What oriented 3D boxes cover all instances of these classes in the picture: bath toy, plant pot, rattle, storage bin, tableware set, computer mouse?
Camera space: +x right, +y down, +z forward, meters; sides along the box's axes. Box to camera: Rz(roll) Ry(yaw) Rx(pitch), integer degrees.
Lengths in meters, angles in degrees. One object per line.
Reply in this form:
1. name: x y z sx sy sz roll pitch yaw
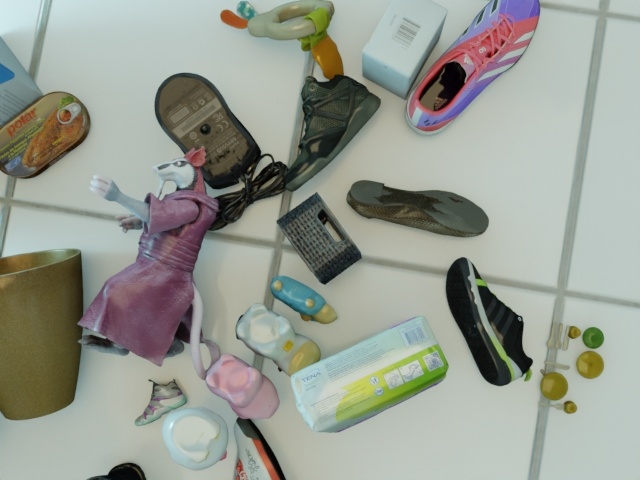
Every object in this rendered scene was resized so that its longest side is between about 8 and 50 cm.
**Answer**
1. bath toy: -0.117 0.229 1.473 0.151 0.129 0.348 37 75 5
2. plant pot: -0.496 0.161 1.499 0.237 0.237 0.254 -9 98 2
3. rattle: -0.066 -0.357 1.601 0.199 0.143 0.130 -5 52 18
4. storage bin: 0.000 0.000 1.491 0.084 0.180 0.122 -36 84 -1
5. tableware set: 0.430 0.219 1.530 0.104 0.024 0.154 11 85 1
6. computer mouse: -0.193 -0.168 1.577 0.188 0.072 0.272 -32 97 -2

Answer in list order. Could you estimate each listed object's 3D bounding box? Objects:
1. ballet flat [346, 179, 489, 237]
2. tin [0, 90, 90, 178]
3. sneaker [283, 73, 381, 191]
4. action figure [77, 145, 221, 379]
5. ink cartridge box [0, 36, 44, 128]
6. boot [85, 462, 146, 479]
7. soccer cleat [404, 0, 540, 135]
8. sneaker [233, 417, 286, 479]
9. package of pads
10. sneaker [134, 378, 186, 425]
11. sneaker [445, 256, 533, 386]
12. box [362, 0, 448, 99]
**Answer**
1. ballet flat: 0.166 -0.048 1.553 0.249 0.058 0.084 11 51 -1
2. tin: -0.502 -0.189 1.608 0.189 0.040 0.106 -36 88 0
3. sneaker: -0.012 -0.196 1.547 0.130 0.087 0.227 40 86 -7
4. action figure: -0.246 0.024 1.462 0.275 0.248 0.370 23 94 4
5. ink cartridge box: -0.711 -0.217 1.496 0.395 0.285 0.166 -37 83 -1
6. boot: -0.317 0.491 1.456 0.094 0.207 0.247 -17 85 2
7. soccer cleat: 0.268 -0.314 1.533 0.108 0.116 0.318 43 89 6
8. sneaker: -0.121 0.442 1.507 0.145 0.090 0.270 -28 87 -2
9. package of pads: 0.081 0.217 1.410 0.229 0.296 0.101 -25 76 1
10. sneaker: -0.290 0.276 1.559 0.098 0.038 0.069 -28 83 -9
11. sneaker: 0.293 0.135 1.528 0.097 0.084 0.235 -18 85 -22
12. box: 0.139 -0.331 1.515 0.091 0.170 0.130 29 87 4
